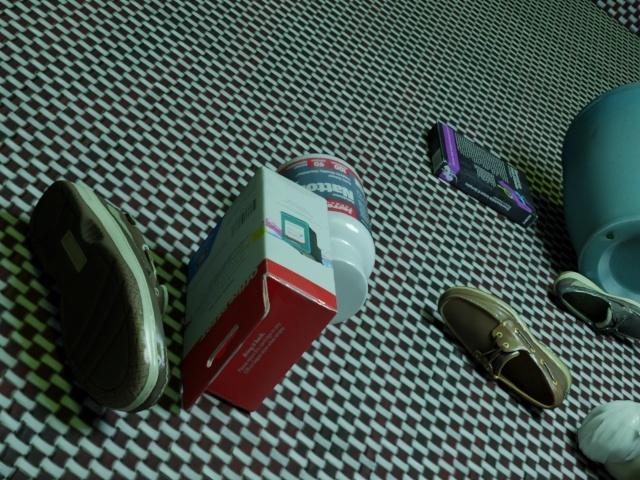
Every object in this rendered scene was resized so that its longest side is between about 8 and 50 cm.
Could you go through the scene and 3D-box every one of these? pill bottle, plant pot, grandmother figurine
[{"bbox_3d":[0.000,0.000,1.491,0.108,0.108,0.180,27,27,-22],"label":"pill bottle"},{"bbox_3d":[0.452,-0.034,1.996,0.271,0.271,0.255,32,41,-12],"label":"plant pot"},{"bbox_3d":[0.419,0.298,1.570,0.342,0.104,0.208,41,-2,13],"label":"grandmother figurine"}]

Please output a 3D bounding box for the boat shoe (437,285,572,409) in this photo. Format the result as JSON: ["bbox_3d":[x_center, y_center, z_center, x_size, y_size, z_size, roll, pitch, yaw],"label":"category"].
[{"bbox_3d":[0.201,0.118,1.611,0.178,0.064,0.060,41,23,0],"label":"boat shoe"}]

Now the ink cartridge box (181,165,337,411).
[{"bbox_3d":[-0.055,0.053,1.301,0.078,0.134,0.231,29,27,-20],"label":"ink cartridge box"}]

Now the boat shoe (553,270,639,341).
[{"bbox_3d":[0.365,0.095,1.884,0.152,0.056,0.049,26,31,-4],"label":"boat shoe"}]

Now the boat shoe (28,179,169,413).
[{"bbox_3d":[-0.162,0.045,1.226,0.095,0.095,0.257,24,28,-40],"label":"boat shoe"}]

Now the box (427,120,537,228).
[{"bbox_3d":[0.223,-0.091,2.031,0.162,0.029,0.116,28,28,-17],"label":"box"}]
